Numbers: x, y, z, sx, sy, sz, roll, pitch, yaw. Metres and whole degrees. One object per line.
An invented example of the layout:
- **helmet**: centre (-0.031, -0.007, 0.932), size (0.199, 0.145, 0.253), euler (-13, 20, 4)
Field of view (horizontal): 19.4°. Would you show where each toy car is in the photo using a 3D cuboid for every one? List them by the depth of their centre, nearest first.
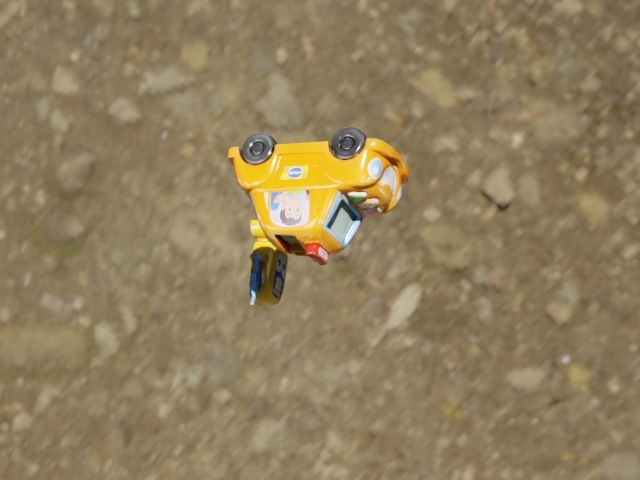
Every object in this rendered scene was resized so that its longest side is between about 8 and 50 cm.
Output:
- **toy car**: centre (0.000, 0.000, 0.651), size (0.060, 0.122, 0.040), euler (4, 71, 4)
